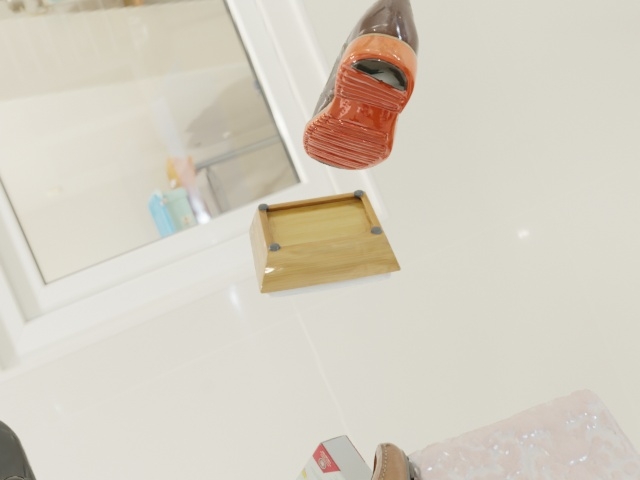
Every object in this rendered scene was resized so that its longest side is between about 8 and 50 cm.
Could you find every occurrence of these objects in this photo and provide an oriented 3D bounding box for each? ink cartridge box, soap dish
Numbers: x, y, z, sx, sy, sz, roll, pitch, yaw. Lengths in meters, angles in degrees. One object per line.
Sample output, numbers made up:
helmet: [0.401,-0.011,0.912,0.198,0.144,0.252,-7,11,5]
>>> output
ink cartridge box: [0.023,0.482,1.457,0.127,0.072,0.175,50,129,31]
soap dish: [0.000,0.000,1.598,0.229,0.291,0.118,-108,10,-55]

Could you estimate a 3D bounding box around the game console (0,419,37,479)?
game console: [-0.351,0.216,0.449,0.342,0.387,0.060,30,113,50]

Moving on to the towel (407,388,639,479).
towel: [0.334,0.387,1.093,0.053,0.332,0.317,87,162,-44]

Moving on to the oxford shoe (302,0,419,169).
oxford shoe: [0.048,-0.157,0.811,0.271,0.097,0.098,129,157,-66]

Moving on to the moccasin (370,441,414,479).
moccasin: [0.036,0.438,1.024,0.147,0.380,0.139,15,140,12]
